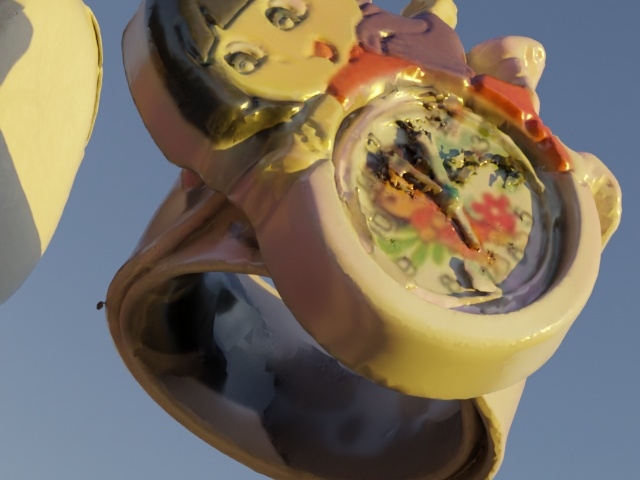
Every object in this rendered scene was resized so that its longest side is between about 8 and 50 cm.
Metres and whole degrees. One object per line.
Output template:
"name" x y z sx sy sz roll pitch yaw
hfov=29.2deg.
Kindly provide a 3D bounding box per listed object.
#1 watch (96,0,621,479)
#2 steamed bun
"watch" 0.000 0.000 0.594 0.244 0.196 0.231 28 -35 -3
"steamed bun" -0.222 -0.061 0.708 0.130 0.228 0.177 14 -16 13
